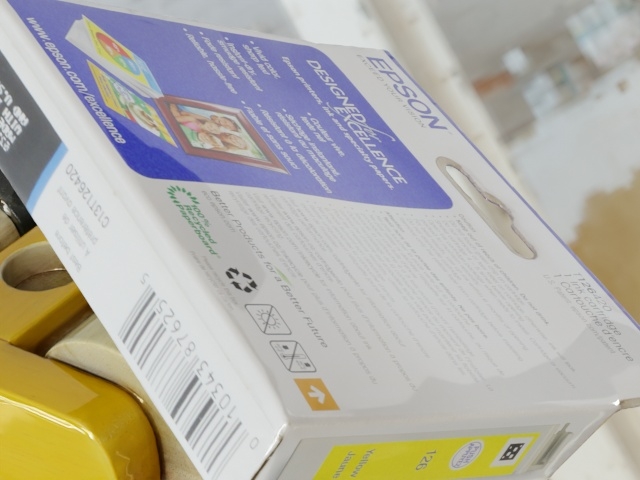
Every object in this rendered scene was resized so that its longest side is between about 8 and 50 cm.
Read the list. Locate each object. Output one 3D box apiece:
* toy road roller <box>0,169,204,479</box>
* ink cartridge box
[{"bbox_3d":[-0.153,0.102,1.171,0.329,0.240,0.202,15,-142,32],"label":"toy road roller"},{"bbox_3d":[0.000,0.000,0.992,0.307,0.303,0.072,6,127,-48],"label":"ink cartridge box"}]
